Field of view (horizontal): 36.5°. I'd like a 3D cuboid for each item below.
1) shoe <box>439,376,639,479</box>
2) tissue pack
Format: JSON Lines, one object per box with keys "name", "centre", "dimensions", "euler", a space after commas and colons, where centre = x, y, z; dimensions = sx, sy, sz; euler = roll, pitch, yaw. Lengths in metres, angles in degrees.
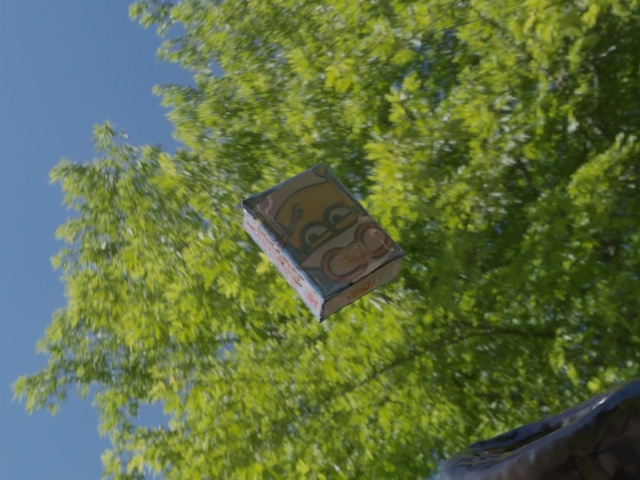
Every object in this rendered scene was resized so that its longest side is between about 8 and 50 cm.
{"name": "shoe", "centre": [0.181, 0.281, 0.820], "dimensions": [0.384, 0.171, 0.237], "euler": [-44, -112, 23]}
{"name": "tissue pack", "centre": [0.000, 0.000, 1.074], "dimensions": [0.116, 0.065, 0.155], "euler": [-29, -116, -23]}
